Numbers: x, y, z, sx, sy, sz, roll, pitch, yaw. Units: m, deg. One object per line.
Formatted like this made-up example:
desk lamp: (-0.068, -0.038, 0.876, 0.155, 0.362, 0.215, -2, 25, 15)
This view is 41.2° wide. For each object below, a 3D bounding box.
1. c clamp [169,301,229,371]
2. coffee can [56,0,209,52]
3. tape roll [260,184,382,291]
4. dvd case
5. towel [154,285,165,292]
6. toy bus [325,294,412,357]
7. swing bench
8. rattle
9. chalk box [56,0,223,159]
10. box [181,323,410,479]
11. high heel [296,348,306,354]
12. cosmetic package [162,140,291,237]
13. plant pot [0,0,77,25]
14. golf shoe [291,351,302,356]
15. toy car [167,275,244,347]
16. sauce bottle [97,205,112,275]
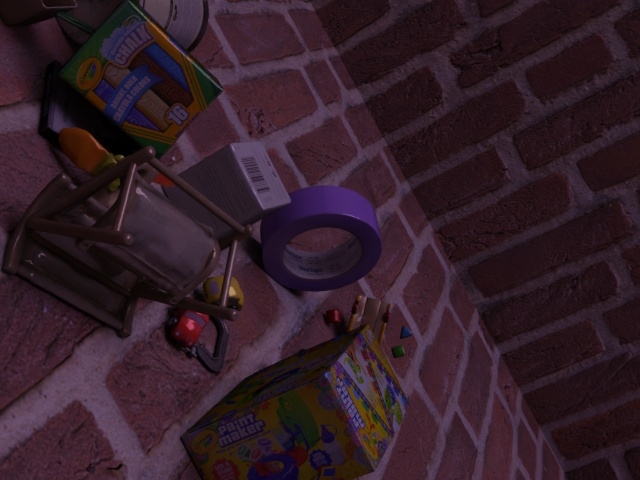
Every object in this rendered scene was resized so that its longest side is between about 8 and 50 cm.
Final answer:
c clamp: (-0.216, 0.174, 1.594, 0.137, 0.022, 0.161, 54, 23, -23)
coffee can: (-0.379, -0.481, 1.737, 0.202, 0.201, 0.275, 64, 21, 2)
tape roll: (0.000, 0.000, 1.956, 0.275, 0.274, 0.090, 43, 29, -43)
dvd case: (-0.412, -0.198, 1.565, 0.238, 0.029, 0.179, 41, 30, -44)
towel: (-0.302, 0.017, 1.502, 0.148, 0.027, 0.110, 46, 42, -5)
toy bus: (0.111, 0.241, 2.164, 0.191, 0.202, 0.104, 60, -11, 13)
swing bench: (-0.282, 0.013, 1.281, 0.253, 0.254, 0.165, 42, 47, -45)
rattle: (-0.361, -0.133, 1.520, 0.142, 0.130, 0.199, 30, 25, 13)
chalk box: (-0.341, -0.316, 1.523, 0.289, 0.179, 0.180, 43, 6, -20)
box: (-0.034, 0.312, 1.483, 0.177, 0.289, 0.279, 63, 21, -2)
high heel: (0.059, 0.357, 1.915, 0.186, 0.093, 0.261, 17, 41, -54)
cosmetic package: (-0.190, -0.095, 1.748, 0.151, 0.183, 0.151, 64, 22, 1)
plant pot: (-0.519, -0.436, 1.503, 0.109, 0.096, 0.109, 61, 20, -7)
golf shoe: (-0.038, 0.328, 1.780, 0.094, 0.077, 0.198, 58, 25, -44)
toy car: (-0.243, 0.063, 1.584, 0.225, 0.053, 0.239, 56, 27, 0)
sauce bottle: (-0.364, 0.004, 1.420, 0.042, 0.042, 0.128, 42, 39, -43)
